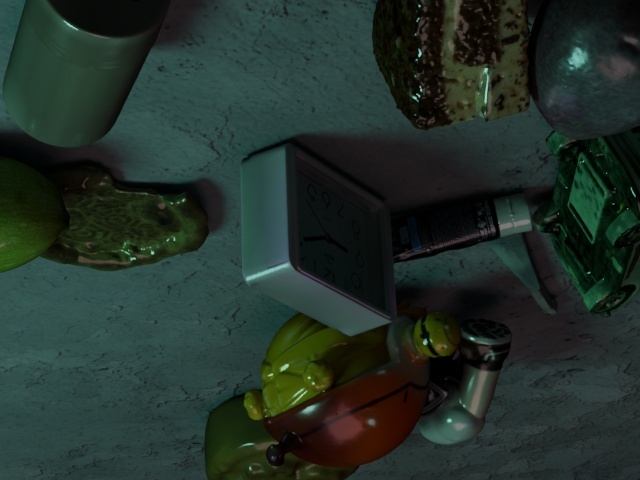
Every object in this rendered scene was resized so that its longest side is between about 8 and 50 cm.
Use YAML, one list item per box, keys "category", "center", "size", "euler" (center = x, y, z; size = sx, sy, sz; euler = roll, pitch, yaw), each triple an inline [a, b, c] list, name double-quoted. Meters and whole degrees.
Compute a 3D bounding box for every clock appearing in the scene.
- category: "clock"
  center: [0.000, 0.000, 1.575]
  size: [0.063, 0.150, 0.197]
  euler: [-19, 150, 31]

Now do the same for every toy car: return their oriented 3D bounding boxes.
- category: "toy car"
  center: [0.315, -0.035, 1.591]
  size: [0.125, 0.136, 0.306]
  euler: [-25, 155, -8]

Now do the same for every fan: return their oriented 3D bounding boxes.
- category: "fan"
  center: [0.240, 0.031, 1.821]
  size: [0.057, 0.023, 0.282]
  euler: [-15, 150, 15]

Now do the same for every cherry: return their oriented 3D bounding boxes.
- category: "cherry"
  center: [0.259, -0.168, 1.305]
  size: [0.176, 0.140, 0.176]
  euler: [-14, 158, -6]

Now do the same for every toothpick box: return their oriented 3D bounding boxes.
- category: "toothpick box"
  center: [-0.199, -0.167, 1.260]
  size: [0.111, 0.111, 0.180]
  euler: [5, 152, -19]

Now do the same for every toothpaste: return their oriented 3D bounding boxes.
- category: "toothpaste"
  center: [0.136, -0.014, 1.676]
  size: [0.193, 0.071, 0.045]
  euler: [-13, 138, 3]

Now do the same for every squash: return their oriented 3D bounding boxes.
- category: "squash"
  center: [-0.374, -0.025, 1.489]
  size: [0.247, 0.132, 0.132]
  euler: [-6, 153, -6]

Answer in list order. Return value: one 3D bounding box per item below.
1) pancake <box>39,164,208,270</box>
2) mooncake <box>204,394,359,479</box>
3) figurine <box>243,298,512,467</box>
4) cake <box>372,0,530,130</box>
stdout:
- category: "pancake"
  center: [-0.234, -0.019, 1.629]
  size: [0.235, 0.029, 0.212]
  euler: [8, 151, -21]
- category: "mooncake"
  center: [-0.067, 0.308, 2.202]
  size: [0.235, 0.117, 0.235]
  euler: [-7, 153, -4]
- category: "figurine"
  center: [0.059, 0.183, 1.889]
  size: [0.323, 0.196, 0.320]
  euler: [0, 160, -32]
- category: "cake"
  center: [0.107, -0.229, 1.273]
  size: [0.112, 0.135, 0.246]
  euler: [-12, 125, -12]
